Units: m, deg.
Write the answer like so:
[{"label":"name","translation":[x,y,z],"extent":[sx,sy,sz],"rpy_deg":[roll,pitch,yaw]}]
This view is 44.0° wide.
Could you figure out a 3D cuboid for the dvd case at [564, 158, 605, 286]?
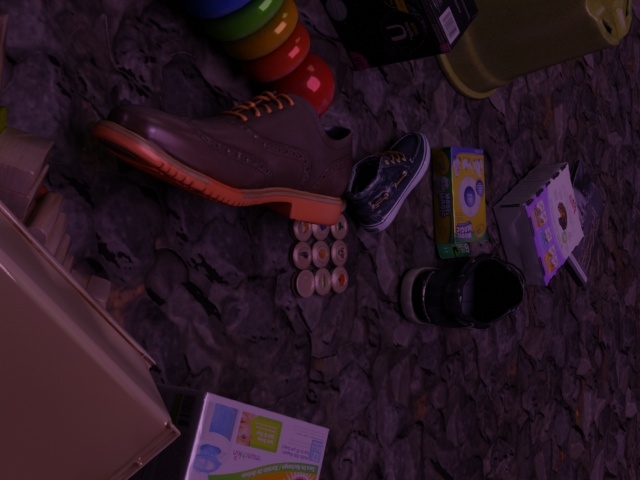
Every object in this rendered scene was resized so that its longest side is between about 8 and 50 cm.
[{"label":"dvd case","translation":[0.554,-0.037,1.689],"extent":[0.164,0.018,0.221],"rpy_deg":[46,56,-38]}]

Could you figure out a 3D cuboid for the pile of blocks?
[{"label":"pile of blocks","translation":[-0.287,-0.035,0.679],"extent":[0.113,0.148,0.362],"rpy_deg":[-106,-176,-65]}]

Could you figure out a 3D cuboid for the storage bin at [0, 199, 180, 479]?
[{"label":"storage bin","translation":[-0.286,0.117,0.575],"extent":[0.260,0.123,0.262],"rpy_deg":[-39,123,-8]}]

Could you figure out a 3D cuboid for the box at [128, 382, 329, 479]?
[{"label":"box","translation":[-0.099,0.236,0.866],"extent":[0.203,0.103,0.114],"rpy_deg":[28,68,-45]}]

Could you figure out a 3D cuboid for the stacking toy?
[{"label":"stacking toy","translation":[-0.079,-0.263,0.890],"extent":[0.330,0.141,0.141],"rpy_deg":[51,54,-40]}]

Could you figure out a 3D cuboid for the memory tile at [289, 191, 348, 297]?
[{"label":"memory tile","translation":[0.000,0.000,1.055],"extent":[0.113,0.012,0.148],"rpy_deg":[-1,90,-49]}]

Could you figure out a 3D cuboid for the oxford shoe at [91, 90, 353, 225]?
[{"label":"oxford shoe","translation":[-0.087,-0.108,0.852],"extent":[0.363,0.130,0.133],"rpy_deg":[9,103,-58]}]

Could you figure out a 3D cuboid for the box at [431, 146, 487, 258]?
[{"label":"box","translation":[0.228,-0.061,1.298],"extent":[0.105,0.043,0.179],"rpy_deg":[-4,94,-49]}]

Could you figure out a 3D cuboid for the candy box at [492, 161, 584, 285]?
[{"label":"candy box","translation":[0.414,-0.033,1.488],"extent":[0.196,0.070,0.165],"rpy_deg":[-38,116,-42]}]

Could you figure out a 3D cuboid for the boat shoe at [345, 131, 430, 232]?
[{"label":"boat shoe","translation":[0.098,-0.105,1.124],"extent":[0.183,0.065,0.083],"rpy_deg":[-61,140,-27]}]

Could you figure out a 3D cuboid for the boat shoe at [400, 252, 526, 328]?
[{"label":"boat shoe","translation":[0.269,0.083,1.286],"extent":[0.340,0.113,0.127],"rpy_deg":[7,83,-49]}]

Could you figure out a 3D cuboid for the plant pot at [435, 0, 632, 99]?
[{"label":"plant pot","translation":[0.352,-0.384,1.286],"extent":[0.276,0.253,0.276],"rpy_deg":[2,87,-50]}]

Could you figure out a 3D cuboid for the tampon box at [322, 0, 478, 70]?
[{"label":"tampon box","translation":[0.107,-0.318,1.074],"extent":[0.101,0.161,0.120],"rpy_deg":[-54,126,-34]}]
